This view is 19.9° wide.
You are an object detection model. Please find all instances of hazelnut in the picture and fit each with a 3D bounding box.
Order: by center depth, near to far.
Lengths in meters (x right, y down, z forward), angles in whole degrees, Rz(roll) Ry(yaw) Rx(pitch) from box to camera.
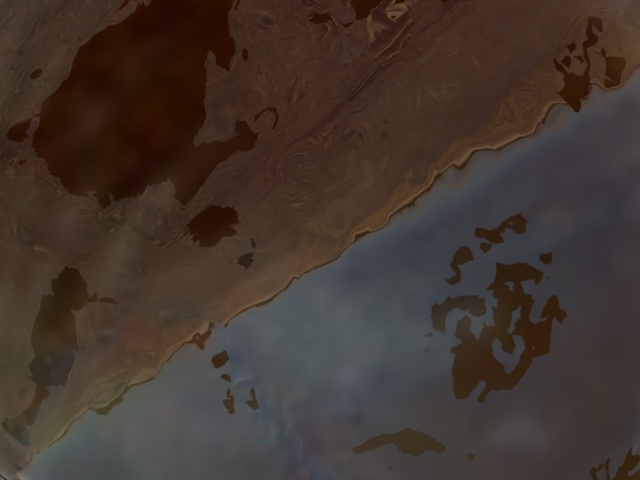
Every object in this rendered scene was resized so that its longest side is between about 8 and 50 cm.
[{"bbox_3d":[0.000,0.000,0.420,0.214,0.176,0.214,-8,-154,4],"label":"hazelnut"}]
